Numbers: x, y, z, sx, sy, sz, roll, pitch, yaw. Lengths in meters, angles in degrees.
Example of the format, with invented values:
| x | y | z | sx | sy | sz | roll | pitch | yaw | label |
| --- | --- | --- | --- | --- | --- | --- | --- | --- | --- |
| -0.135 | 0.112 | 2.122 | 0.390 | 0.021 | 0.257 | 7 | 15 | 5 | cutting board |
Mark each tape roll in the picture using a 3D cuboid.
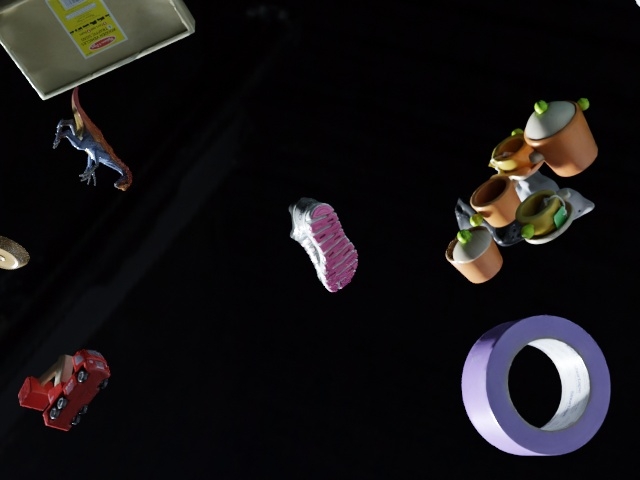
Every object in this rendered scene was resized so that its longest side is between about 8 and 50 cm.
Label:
| x | y | z | sx | sy | sz | roll | pitch | yaw | label |
| --- | --- | --- | --- | --- | --- | --- | --- | --- | --- |
| 0.295 | 0.199 | 1.761 | 0.189 | 0.189 | 0.080 | -68 | 12 | -16 | tape roll |

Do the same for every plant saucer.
| x | y | z | sx | sy | sz | roll | pitch | yaw | label |
| --- | --- | --- | --- | --- | --- | --- | --- | --- | --- |
| -0.475 | 0.020 | 1.914 | 0.083 | 0.083 | 0.015 | 75 | -155 | -54 | plant saucer |

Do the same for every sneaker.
| x | y | z | sx | sy | sz | roll | pitch | yaw | label |
| --- | --- | --- | --- | --- | --- | --- | --- | --- | --- |
| 0.000 | 0.000 | 1.820 | 0.063 | 0.075 | 0.170 | -38 | -44 | -15 | sneaker |

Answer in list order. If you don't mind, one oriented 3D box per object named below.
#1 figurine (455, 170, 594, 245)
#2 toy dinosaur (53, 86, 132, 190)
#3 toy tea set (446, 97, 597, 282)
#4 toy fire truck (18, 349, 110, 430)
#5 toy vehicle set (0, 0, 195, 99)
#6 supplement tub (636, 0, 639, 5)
| x | y | z | sx | sy | sz | roll | pitch | yaw | label |
| --- | --- | --- | --- | --- | --- | --- | --- | --- | --- |
| 0.393 | -0.054 | 2.453 | 0.209 | 0.214 | 0.092 | -141 | 31 | -70 | figurine |
| -0.208 | -0.084 | 1.203 | 0.090 | 0.082 | 0.047 | -62 | 20 | 21 | toy dinosaur |
| 0.292 | -0.091 | 1.946 | 0.124 | 0.200 | 0.336 | 51 | -134 | -26 | toy tea set |
| -0.422 | 0.236 | 2.121 | 0.047 | 0.135 | 0.192 | 22 | -64 | -37 | toy fire truck |
| -0.343 | -0.330 | 1.914 | 0.035 | 0.266 | 0.166 | -97 | -19 | -50 | toy vehicle set |
| 0.410 | -0.328 | 1.515 | 0.071 | 0.071 | 0.107 | -57 | -26 | -37 | supplement tub |
